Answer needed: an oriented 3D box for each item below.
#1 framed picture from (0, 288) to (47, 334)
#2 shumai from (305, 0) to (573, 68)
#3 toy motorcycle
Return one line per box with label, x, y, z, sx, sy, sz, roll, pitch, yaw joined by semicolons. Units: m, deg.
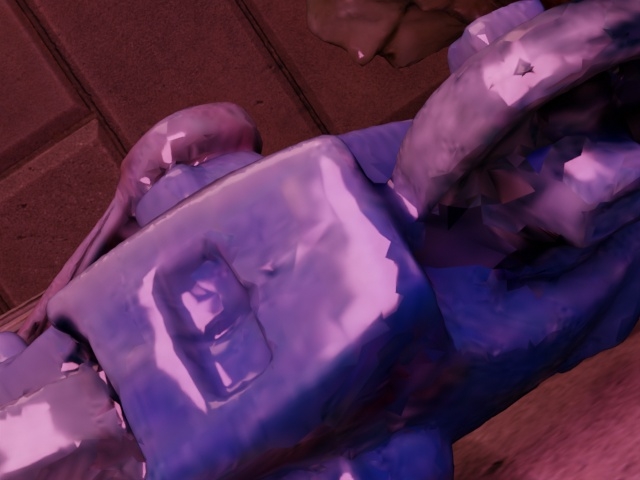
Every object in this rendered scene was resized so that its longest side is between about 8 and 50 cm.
framed picture;-0.095;0.058;0.813;0.296;0.019;0.232;4;22;29
shumai;0.145;-0.282;1.099;0.348;0.395;0.395;-16;12;25
toy motorcycle;-0.001;0.027;0.461;0.319;0.182;0.241;-34;5;12
